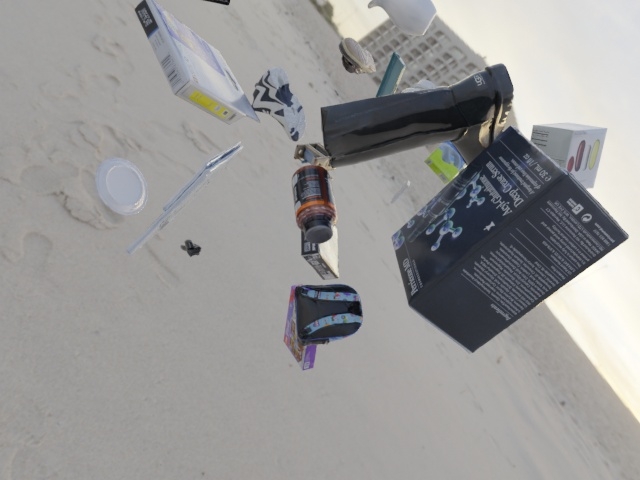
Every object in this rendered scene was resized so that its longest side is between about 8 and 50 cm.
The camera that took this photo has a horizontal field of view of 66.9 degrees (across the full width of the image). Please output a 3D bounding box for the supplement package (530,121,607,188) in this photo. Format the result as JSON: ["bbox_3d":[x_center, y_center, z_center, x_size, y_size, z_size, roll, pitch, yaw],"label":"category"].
[{"bbox_3d":[0.809,-0.278,1.609,0.149,0.194,0.203,32,-54,53],"label":"supplement package"}]

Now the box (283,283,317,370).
[{"bbox_3d":[-0.075,0.358,2.009,0.057,0.294,0.201,-6,30,-28],"label":"box"}]

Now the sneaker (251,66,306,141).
[{"bbox_3d":[-0.146,-0.423,1.570,0.094,0.153,0.235,-39,110,-37],"label":"sneaker"}]

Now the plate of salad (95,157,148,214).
[{"bbox_3d":[-0.675,-0.181,1.639,0.199,0.048,0.200,26,58,-50],"label":"plate of salad"}]

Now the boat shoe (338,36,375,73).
[{"bbox_3d":[0.125,-0.675,1.815,0.285,0.092,0.103,-18,87,-65],"label":"boat shoe"}]

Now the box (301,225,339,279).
[{"bbox_3d":[0.000,0.000,1.986,0.307,0.076,0.243,54,32,-61],"label":"box"}]

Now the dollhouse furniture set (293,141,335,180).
[{"bbox_3d":[-0.032,-0.285,1.971,0.128,0.184,0.129,-16,45,-40],"label":"dollhouse furniture set"}]

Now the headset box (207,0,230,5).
[{"bbox_3d":[-0.381,-0.783,1.295,0.218,0.110,0.293,-15,64,-47],"label":"headset box"}]

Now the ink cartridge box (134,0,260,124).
[{"bbox_3d":[-0.328,-0.464,1.318,0.304,0.072,0.307,61,16,20],"label":"ink cartridge box"}]

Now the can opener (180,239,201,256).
[{"bbox_3d":[-0.525,0.026,1.963,0.186,0.059,0.073,5,-73,64],"label":"can opener"}]

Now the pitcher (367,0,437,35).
[{"bbox_3d":[0.282,-0.783,1.571,0.207,0.178,0.125,33,45,0],"label":"pitcher"}]

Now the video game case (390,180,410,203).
[{"bbox_3d":[0.289,-0.175,1.747,0.011,0.087,0.122,42,18,0],"label":"video game case"}]

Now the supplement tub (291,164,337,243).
[{"bbox_3d":[-0.015,-0.089,1.215,0.106,0.106,0.198,44,29,-45],"label":"supplement tub"}]

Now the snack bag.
[{"bbox_3d":[-0.368,-0.128,1.336,0.037,0.342,0.323,45,20,-12],"label":"snack bag"}]

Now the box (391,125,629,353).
[{"bbox_3d":[0.381,-0.007,1.073,0.212,0.395,0.294,36,23,-19],"label":"box"}]

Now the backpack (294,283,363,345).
[{"bbox_3d":[0.020,0.194,1.270,0.117,0.173,0.158,94,-9,-63],"label":"backpack"}]

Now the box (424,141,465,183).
[{"bbox_3d":[0.440,-0.288,1.617,0.109,0.178,0.042,45,-19,-7],"label":"box"}]

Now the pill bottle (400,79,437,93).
[{"bbox_3d":[0.326,-0.472,1.825,0.152,0.272,0.152,43,-10,10],"label":"pill bottle"}]

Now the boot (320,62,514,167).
[{"bbox_3d":[0.236,-0.257,1.260,0.367,0.444,0.146,68,7,-60],"label":"boot"}]

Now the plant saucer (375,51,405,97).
[{"bbox_3d":[0.194,-0.437,1.386,0.192,0.018,0.067,111,-36,-50],"label":"plant saucer"}]
